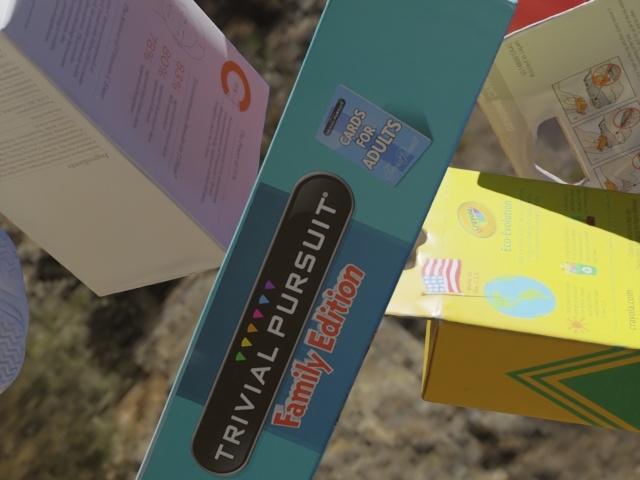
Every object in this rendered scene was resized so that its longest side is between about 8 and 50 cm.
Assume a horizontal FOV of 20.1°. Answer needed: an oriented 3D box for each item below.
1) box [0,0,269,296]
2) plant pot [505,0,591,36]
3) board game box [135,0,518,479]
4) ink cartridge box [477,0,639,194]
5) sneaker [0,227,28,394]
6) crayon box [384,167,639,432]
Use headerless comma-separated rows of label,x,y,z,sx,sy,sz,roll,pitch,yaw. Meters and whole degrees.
box,-0.216,-0.139,1.608,0.345,0.168,0.215,46,40,-41
plant pot,0.217,-0.291,1.855,0.243,0.275,0.275,19,15,-17
board game box,0.000,0.000,0.912,0.079,0.336,0.254,22,17,0
ink cartridge box,0.275,-0.123,1.471,0.296,0.261,0.066,55,19,-45
sneaker,-0.276,0.115,1.305,0.101,0.268,0.153,10,0,-12
crayon box,0.189,0.042,1.322,0.319,0.081,0.202,9,36,1
